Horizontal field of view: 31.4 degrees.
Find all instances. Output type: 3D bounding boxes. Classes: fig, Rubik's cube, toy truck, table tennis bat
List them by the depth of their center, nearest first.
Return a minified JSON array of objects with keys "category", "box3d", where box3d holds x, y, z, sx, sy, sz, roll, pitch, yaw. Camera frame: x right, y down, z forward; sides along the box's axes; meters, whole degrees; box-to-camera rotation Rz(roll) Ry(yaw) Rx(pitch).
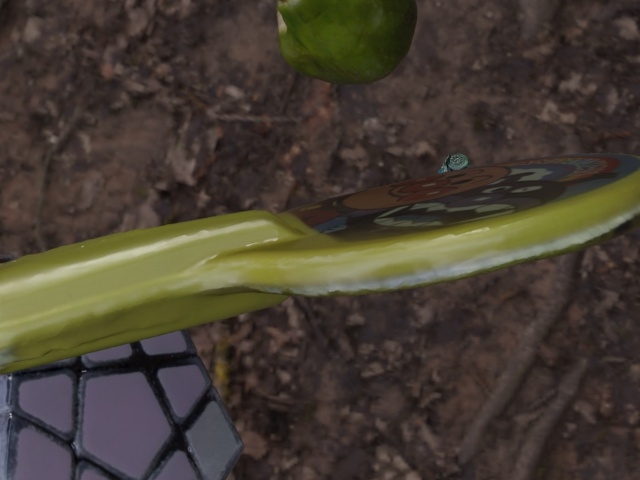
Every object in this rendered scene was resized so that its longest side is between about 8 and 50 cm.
[{"category":"table tennis bat","box3d":[0.000,0.000,0.584,0.224,0.368,0.054,-149,46,-75]},{"category":"Rubik's cube","box3d":[-0.212,0.153,0.787,0.319,0.264,0.319,-7,66,17]},{"category":"toy truck","box3d":[0.156,-0.046,1.573,0.078,0.080,0.154,12,60,24]},{"category":"fig","box3d":[0.020,-0.315,1.603,0.206,0.275,0.206,1,94,19]}]
